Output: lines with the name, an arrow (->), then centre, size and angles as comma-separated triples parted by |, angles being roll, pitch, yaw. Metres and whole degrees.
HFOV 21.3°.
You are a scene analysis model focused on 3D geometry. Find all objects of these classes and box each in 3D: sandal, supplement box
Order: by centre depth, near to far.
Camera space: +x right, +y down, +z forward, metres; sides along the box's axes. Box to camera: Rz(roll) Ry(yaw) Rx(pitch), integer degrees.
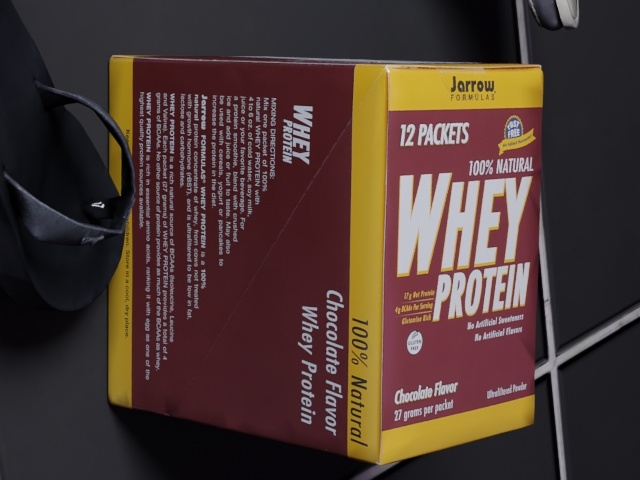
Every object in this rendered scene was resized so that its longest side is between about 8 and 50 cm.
sandal -> -0.125, -0.034, 0.776 | 0.254, 0.054, 0.097 | 70, 25, -68
supplement box -> 0.000, 0.000, 0.894 | 0.129, 0.194, 0.191 | -6, 99, -48

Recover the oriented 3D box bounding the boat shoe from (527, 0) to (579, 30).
boat shoe -> 0.100, -0.218, 1.040 | 0.206, 0.065, 0.075 | 68, 17, -1
